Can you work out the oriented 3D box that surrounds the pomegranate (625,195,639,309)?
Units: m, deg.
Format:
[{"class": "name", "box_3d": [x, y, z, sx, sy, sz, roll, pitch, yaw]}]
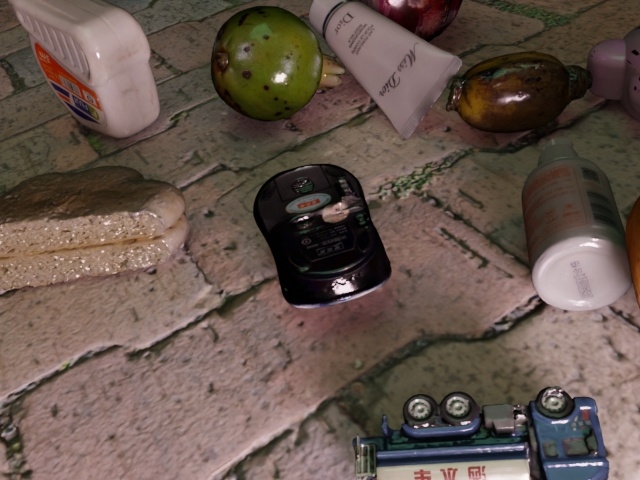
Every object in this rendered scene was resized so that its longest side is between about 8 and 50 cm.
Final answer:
[{"class": "pomegranate", "box_3d": [0.375, 0.019, 0.583, 0.215, 0.215, 0.215, -8, 38, 6]}]

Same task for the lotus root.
[{"class": "lotus root", "box_3d": [0.287, -0.214, 0.968, 0.209, 0.120, 0.120, -6, 38, 7]}]

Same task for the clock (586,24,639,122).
[{"class": "clock", "box_3d": [0.561, -0.232, 0.912, 0.295, 0.113, 0.322, -26, 39, -16]}]

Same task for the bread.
[{"class": "bread", "box_3d": [-0.343, -0.033, 0.922, 0.337, 0.102, 0.183, -7, 38, 6]}]

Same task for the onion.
[{"class": "onion", "box_3d": [0.152, -0.512, 1.247, 0.260, 0.282, 0.337, -14, 66, -20]}]

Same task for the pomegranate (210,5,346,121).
[{"class": "pomegranate", "box_3d": [-0.070, -0.296, 1.134, 0.247, 0.202, 0.202, -1, 26, -39]}]

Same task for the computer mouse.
[{"class": "computer mouse", "box_3d": [0.000, 0.000, 0.792, 0.137, 0.096, 0.233, -18, 42, 1]}]

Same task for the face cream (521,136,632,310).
[{"class": "face cream", "box_3d": [0.281, -0.040, 0.757, 0.101, 0.101, 0.252, -2, 38, 13]}]

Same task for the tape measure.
[{"class": "tape measure", "box_3d": [-0.404, -0.323, 1.176, 0.258, 0.265, 0.130, 30, 56, 29]}]

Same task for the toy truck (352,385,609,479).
[{"class": "toy truck", "box_3d": [0.128, 0.177, 0.547, 0.201, 0.074, 0.088, -6, 43, 9]}]

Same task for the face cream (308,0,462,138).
[{"class": "face cream", "box_3d": [0.092, -0.308, 1.090, 0.089, 0.143, 0.314, 11, 32, -51]}]
